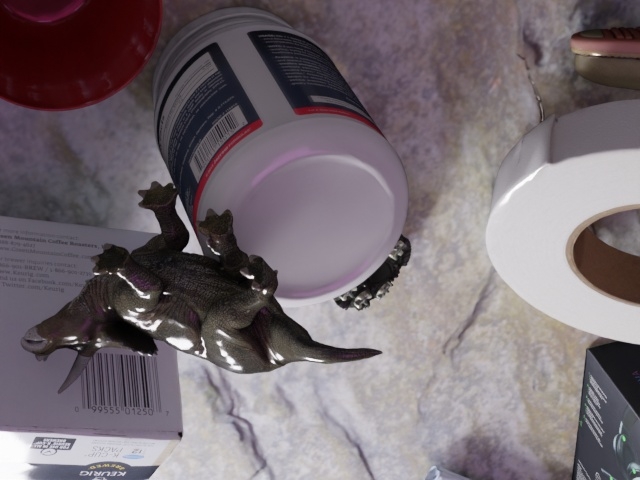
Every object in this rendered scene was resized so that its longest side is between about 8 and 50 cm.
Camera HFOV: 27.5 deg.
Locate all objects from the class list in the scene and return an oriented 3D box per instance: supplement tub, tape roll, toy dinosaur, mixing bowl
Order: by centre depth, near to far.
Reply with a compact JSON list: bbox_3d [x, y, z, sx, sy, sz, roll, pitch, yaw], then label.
[{"bbox_3d":[-0.093,0.051,1.077,0.313,0.121,0.160,6,143,12],"label":"toy dinosaur"},{"bbox_3d":[-0.238,-0.217,1.157,0.181,0.098,0.181,-11,128,-14],"label":"mixing bowl"},{"bbox_3d":[-0.047,-0.085,1.213,0.191,0.272,0.191,-10,127,-14],"label":"supplement tub"},{"bbox_3d":[0.376,-0.007,1.429,0.392,0.072,0.392,10,148,6],"label":"tape roll"}]

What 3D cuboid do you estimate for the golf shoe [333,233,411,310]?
[{"bbox_3d":[0.000,0.000,1.412,0.273,0.120,0.105,15,113,-55],"label":"golf shoe"}]

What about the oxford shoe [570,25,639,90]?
[{"bbox_3d":[0.449,-0.132,1.378,0.397,0.140,0.147,15,110,7],"label":"oxford shoe"}]

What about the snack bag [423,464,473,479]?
[{"bbox_3d":[0.188,0.472,1.856,0.342,0.037,0.323,23,113,-33],"label":"snack bag"}]

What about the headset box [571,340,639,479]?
[{"bbox_3d":[0.444,0.288,1.692,0.131,0.246,0.283,-12,126,-12],"label":"headset box"}]

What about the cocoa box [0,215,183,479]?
[{"bbox_3d":[-0.335,0.125,1.242,0.347,0.231,0.228,7,144,-25],"label":"cocoa box"}]
